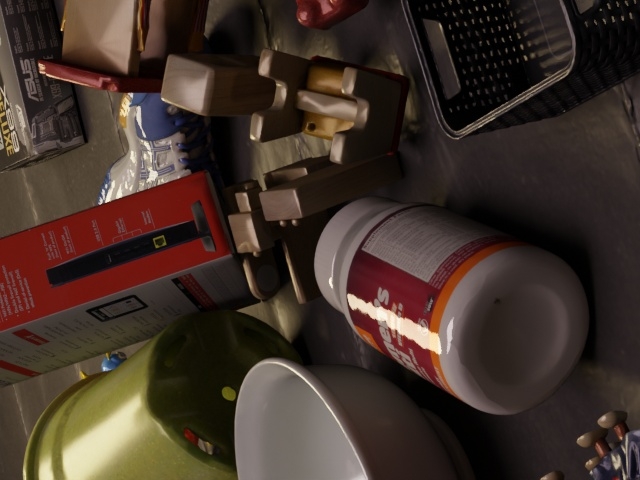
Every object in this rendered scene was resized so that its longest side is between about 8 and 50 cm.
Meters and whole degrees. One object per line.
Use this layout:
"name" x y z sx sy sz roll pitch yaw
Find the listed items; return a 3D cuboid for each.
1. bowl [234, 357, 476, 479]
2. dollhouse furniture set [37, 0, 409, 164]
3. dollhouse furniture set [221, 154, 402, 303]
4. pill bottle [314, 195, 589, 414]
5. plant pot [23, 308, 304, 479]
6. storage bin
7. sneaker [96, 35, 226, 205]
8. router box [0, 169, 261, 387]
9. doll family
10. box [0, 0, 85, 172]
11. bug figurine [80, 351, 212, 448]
"bowl" 0.047 0.229 1.323 0.298 0.134 0.298 41 138 52
"dollhouse furniture set" -0.064 -0.207 1.337 0.374 0.152 0.201 18 106 35
"dollhouse furniture set" 0.000 0.000 1.323 0.151 0.144 0.123 -4 104 51
"pill bottle" 0.089 0.039 1.146 0.221 0.121 0.121 27 126 59
"plant pot" -0.134 0.205 1.582 0.254 0.276 0.276 -48 59 49
"storage bin" 0.137 -0.148 0.988 0.180 0.084 0.122 -30 76 66
"sneaker" -0.141 -0.092 1.627 0.131 0.112 0.296 42 142 17
"router box" -0.220 0.049 1.473 0.335 0.301 0.082 82 169 -81
"doll family" 0.217 0.173 1.004 0.193 0.076 0.111 115 140 -50
"box" -0.426 -0.258 2.147 0.242 0.076 0.307 -7 97 65
"bug figurine" -0.210 0.266 1.972 0.279 0.072 0.216 38 143 47
